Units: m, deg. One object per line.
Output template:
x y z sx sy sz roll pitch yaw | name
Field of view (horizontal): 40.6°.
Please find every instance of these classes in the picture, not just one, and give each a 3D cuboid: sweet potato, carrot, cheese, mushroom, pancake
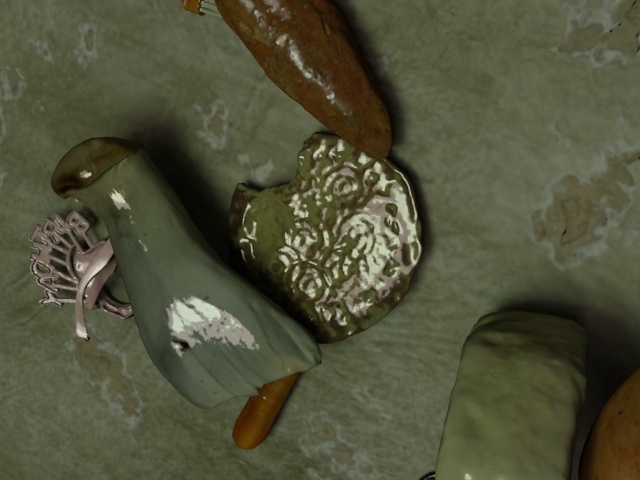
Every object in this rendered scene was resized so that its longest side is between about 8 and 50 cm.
-0.008 -0.185 0.848 0.097 0.097 0.252 -37 95 30 | sweet potato
-0.043 0.150 0.994 0.043 0.043 0.248 34 115 12 | carrot
0.173 0.221 0.789 0.115 0.326 0.318 8 148 16 | cheese
-0.148 0.029 0.917 0.159 0.122 0.329 -33 93 2 | mushroom
0.000 0.000 0.913 0.235 0.029 0.212 -24 87 25 | pancake

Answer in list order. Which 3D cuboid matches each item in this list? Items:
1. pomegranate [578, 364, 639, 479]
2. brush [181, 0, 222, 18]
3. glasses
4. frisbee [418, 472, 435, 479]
0.374 0.216 0.648 0.338 0.338 0.338 8 109 23 | pomegranate
-0.197 -0.313 0.933 0.314 0.017 0.090 23 112 18 | brush
-0.271 0.007 1.023 0.162 0.095 0.255 41 114 7 | glasses
0.194 0.367 0.968 0.187 0.012 0.211 8 109 22 | frisbee
